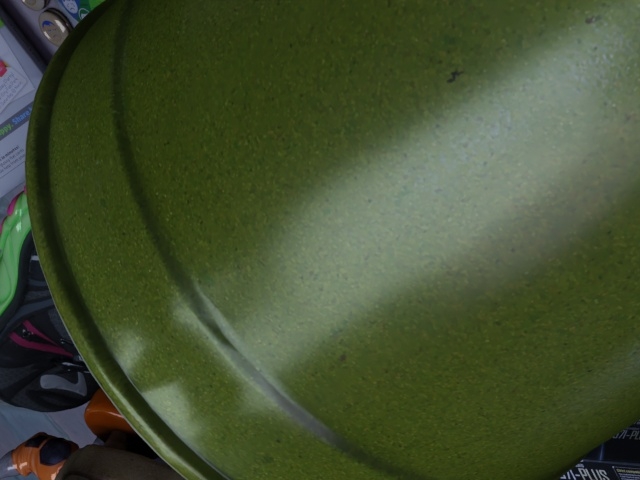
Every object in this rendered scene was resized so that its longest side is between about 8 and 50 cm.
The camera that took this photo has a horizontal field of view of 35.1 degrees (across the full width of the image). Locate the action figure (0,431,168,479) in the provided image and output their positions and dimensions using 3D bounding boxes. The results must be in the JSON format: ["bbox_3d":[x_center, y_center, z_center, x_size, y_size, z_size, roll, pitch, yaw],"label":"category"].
[{"bbox_3d":[-0.216,0.316,1.214,0.330,0.179,0.341,1,150,43],"label":"action figure"}]

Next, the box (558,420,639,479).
[{"bbox_3d":[0.282,0.197,0.784,0.180,0.077,0.147,-8,122,47],"label":"box"}]

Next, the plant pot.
[{"bbox_3d":[0.108,-0.083,0.469,0.366,0.366,0.353,46,132,-6],"label":"plant pot"}]

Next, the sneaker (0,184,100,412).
[{"bbox_3d":[-0.241,0.087,1.070,0.202,0.185,0.483,41,146,6],"label":"sneaker"}]

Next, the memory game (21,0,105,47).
[{"bbox_3d":[-0.203,-0.217,0.862,0.186,0.012,0.186,25,141,22],"label":"memory game"}]

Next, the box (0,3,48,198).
[{"bbox_3d":[-0.331,-0.139,0.966,0.186,0.145,0.038,55,-173,-16],"label":"box"}]

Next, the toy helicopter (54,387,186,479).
[{"bbox_3d":[-0.078,0.281,0.914,0.355,0.140,0.235,14,141,17],"label":"toy helicopter"}]
